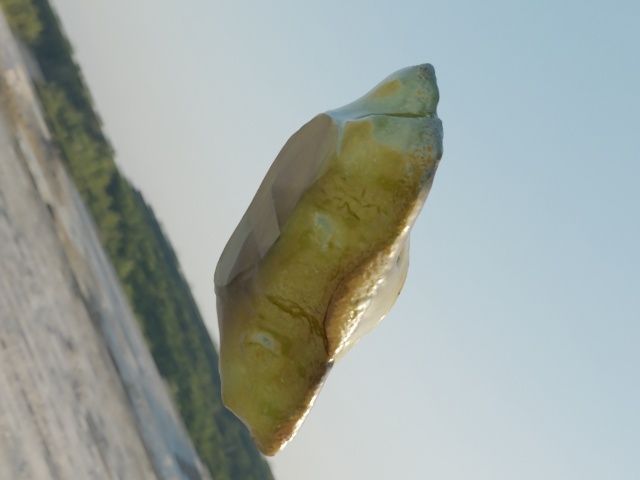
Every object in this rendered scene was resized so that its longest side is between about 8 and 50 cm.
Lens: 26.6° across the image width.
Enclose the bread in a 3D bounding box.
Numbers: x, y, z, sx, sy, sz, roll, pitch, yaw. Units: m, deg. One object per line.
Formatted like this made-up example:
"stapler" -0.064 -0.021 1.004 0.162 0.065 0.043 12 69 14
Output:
"bread" 0.000 0.000 0.822 0.233 0.088 0.161 -57 -158 26
